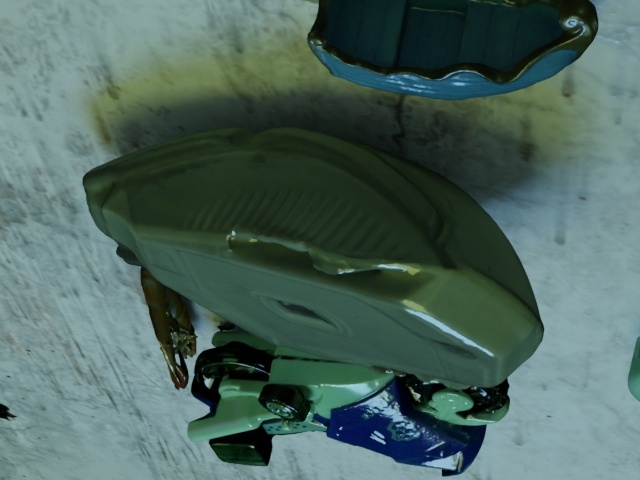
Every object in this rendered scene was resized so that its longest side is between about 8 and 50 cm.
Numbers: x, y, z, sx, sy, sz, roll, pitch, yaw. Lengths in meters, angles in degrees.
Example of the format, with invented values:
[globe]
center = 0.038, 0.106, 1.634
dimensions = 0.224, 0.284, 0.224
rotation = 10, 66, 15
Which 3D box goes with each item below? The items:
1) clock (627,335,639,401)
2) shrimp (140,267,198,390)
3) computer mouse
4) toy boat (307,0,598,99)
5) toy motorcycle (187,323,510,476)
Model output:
[clock]
center = 0.365, 0.102, 1.289
dimensions = 0.159, 0.066, 0.211
rotation = 23, 151, -10
[shrimp]
center = -0.140, 0.099, 1.529
dimensions = 0.034, 0.124, 0.178
rotation = -17, 144, -1
[computer mouse]
center = -0.001, -0.003, 1.237
dimensions = 0.428, 0.146, 0.228
rotation = 11, 161, 37
[toy boat]
center = 0.085, -0.137, 1.007
dimensions = 0.185, 0.075, 0.077
rotation = 9, 159, 11
[toy motorcycle]
center = 0.034, 0.156, 1.528
dimensions = 0.331, 0.125, 0.196
rotation = -1, 146, 23
